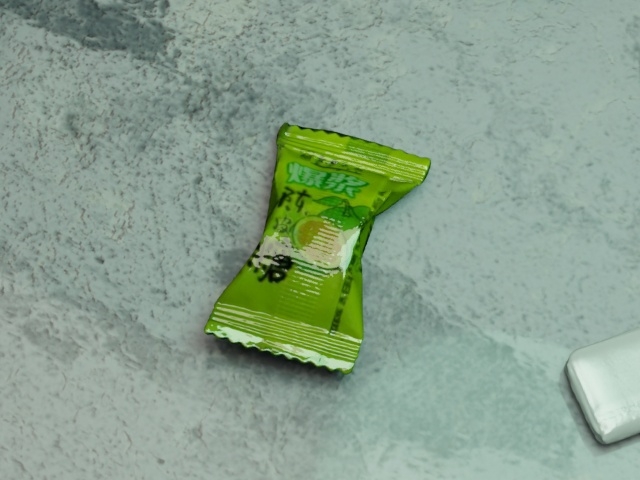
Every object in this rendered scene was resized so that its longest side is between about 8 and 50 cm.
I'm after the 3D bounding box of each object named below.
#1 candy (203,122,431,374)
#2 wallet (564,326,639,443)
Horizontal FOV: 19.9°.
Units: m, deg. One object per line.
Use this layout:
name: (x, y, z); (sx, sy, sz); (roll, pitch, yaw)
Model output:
candy: (0.000, 0.000, 1.671); (0.149, 0.069, 0.246); (16, 66, 7)
wallet: (0.319, 0.116, 1.657); (0.190, 0.033, 0.095); (-20, 71, -10)
